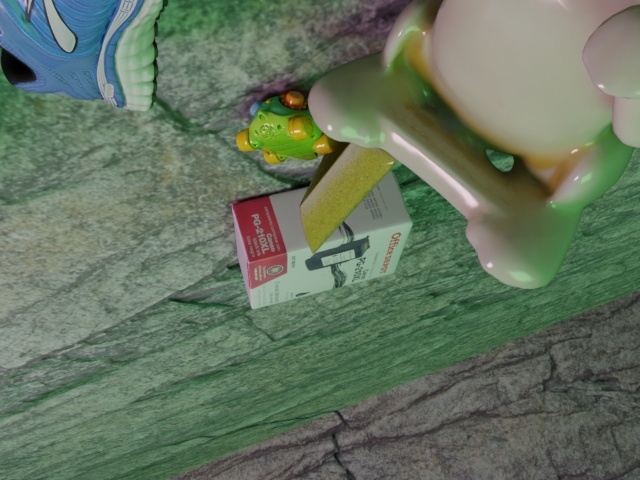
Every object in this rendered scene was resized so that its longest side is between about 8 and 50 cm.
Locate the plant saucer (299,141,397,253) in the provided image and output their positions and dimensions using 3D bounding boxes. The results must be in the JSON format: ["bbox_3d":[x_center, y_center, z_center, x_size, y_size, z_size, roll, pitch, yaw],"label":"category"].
[{"bbox_3d":[0.042,-0.104,0.766,0.045,0.188,0.188,32,137,-9],"label":"plant saucer"}]

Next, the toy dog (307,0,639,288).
[{"bbox_3d":[0.238,-0.210,0.524,0.395,0.284,0.408,-30,162,-33],"label":"toy dog"}]

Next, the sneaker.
[{"bbox_3d":[-0.179,-0.187,0.436,0.147,0.129,0.330,-6,159,-19],"label":"sneaker"}]

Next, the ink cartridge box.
[{"bbox_3d":[0.000,0.000,0.982,0.237,0.100,0.172,-14,155,-10],"label":"ink cartridge box"}]

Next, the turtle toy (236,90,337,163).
[{"bbox_3d":[-0.028,-0.126,0.749,0.095,0.066,0.130,-6,167,32],"label":"turtle toy"}]
